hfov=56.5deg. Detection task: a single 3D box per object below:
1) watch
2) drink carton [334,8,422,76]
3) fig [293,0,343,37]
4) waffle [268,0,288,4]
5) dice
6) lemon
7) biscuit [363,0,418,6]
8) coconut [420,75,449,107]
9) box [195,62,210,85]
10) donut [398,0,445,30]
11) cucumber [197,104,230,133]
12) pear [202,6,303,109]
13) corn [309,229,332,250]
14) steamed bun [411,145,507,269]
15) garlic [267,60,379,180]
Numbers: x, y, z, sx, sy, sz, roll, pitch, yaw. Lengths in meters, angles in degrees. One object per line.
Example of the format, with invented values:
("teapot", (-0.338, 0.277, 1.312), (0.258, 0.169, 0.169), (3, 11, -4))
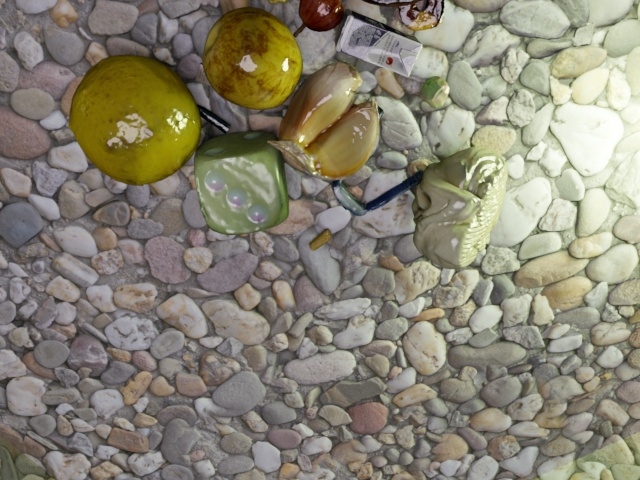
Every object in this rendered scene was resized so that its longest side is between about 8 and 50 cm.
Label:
("watch", (0.147, -0.229, 1.852), (0.275, 0.068, 0.276), (-32, 112, 15))
("drink carton", (0.158, -0.547, 1.651), (0.223, 0.134, 0.101), (18, 115, -10))
("fig", (0.001, -0.614, 1.614), (0.129, 0.128, 0.150), (9, 97, -5))
("waffle", (-0.120, -0.782, 1.567), (0.262, 0.060, 0.280), (-30, 110, 16))
("dice", (-0.229, -0.174, 1.774), (0.250, 0.254, 0.251), (-9, 116, 1))
("lemon", (-0.515, -0.338, 1.646), (0.350, 0.350, 0.387), (-44, 78, 19))
("biscuit", (0.190, -0.810, 1.517), (0.408, 0.091, 0.406), (1, 105, 4))
("coconut", (0.335, -0.438, 1.741), (0.083, 0.082, 0.081), (2, 157, 43))
("box", (-0.318, -0.480, 1.742), (0.083, 0.024, 0.053), (18, 116, -11))
("donut", (0.278, -0.651, 1.640), (0.141, 0.059, 0.140), (0, 118, 0))
("cucumber", (-0.334, -0.372, 1.794), (0.133, 0.032, 0.032), (33, 112, -15))
("pear", (-0.180, -0.486, 1.604), (0.281, 0.280, 0.280), (0, 117, 0))
("corn", (0.000, 0.000, 1.986), (0.092, 0.037, 0.037), (-38, 111, 16))
("steamed bun", (0.395, -0.104, 1.801), (0.248, 0.339, 0.352), (24, 133, 27))
("garlic", (0.022, -0.334, 1.708), (0.286, 0.249, 0.313), (37, 86, 11))
